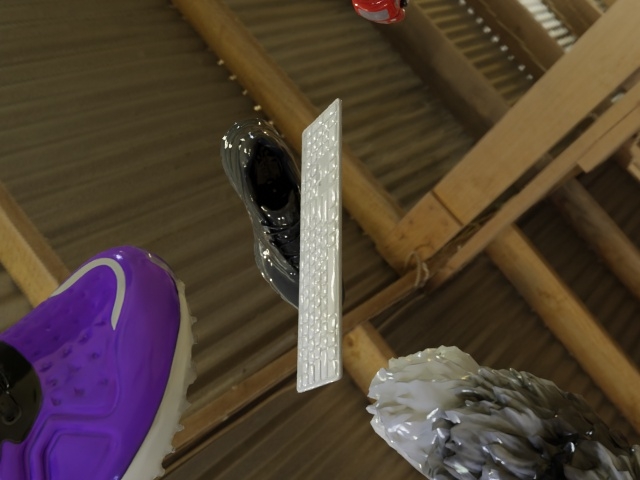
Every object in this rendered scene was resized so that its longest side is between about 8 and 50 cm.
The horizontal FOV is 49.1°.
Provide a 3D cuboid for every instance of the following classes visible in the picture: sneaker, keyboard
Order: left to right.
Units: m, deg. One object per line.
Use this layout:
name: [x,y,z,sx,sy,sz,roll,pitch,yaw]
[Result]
sneaker: [-0.175,0.109,0.302,0.293,0.102,0.146,-57,-43,-16]
sneaker: [-0.045,-0.015,0.896,0.109,0.130,0.286,-29,-74,-6]
keyboard: [0.000,0.000,0.615,0.014,0.072,0.256,9,-114,-21]

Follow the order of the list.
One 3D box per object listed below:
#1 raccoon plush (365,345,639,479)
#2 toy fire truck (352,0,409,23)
raccoon plush: [0.252,0.068,0.236,0.446,0.216,0.299,35,-100,29]
toy fire truck: [0.053,-0.311,0.660,0.047,0.192,0.135,8,-169,20]
